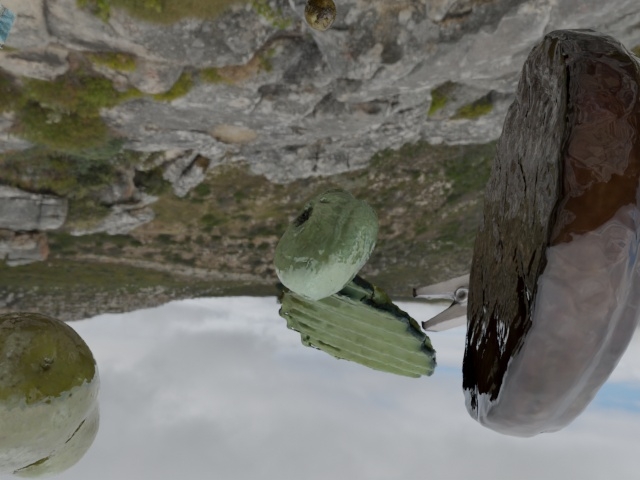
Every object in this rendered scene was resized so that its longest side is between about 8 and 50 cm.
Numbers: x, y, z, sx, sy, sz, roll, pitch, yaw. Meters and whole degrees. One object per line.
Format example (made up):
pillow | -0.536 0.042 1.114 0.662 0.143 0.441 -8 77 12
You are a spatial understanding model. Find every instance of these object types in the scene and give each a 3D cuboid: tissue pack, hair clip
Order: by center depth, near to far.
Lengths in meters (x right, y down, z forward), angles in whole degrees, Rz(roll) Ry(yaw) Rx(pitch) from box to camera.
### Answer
hair clip | 0.345 0.112 1.030 0.085 0.101 0.330 18 150 -34
tissue pack | -0.767 -0.501 1.132 0.074 0.095 0.059 15 174 9

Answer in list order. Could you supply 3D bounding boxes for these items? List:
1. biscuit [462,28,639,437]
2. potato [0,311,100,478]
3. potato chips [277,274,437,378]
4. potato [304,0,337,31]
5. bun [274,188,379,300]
biscuit | 0.229 -0.002 0.513 0.091 0.408 0.407 9 177 11
potato | -0.280 0.154 0.459 0.157 0.157 0.194 1 139 14
potato chips | 0.082 0.204 1.197 0.429 0.070 0.359 17 137 22
potato | -0.002 -0.357 0.764 0.040 0.051 0.083 23 -159 -34
bun | -0.002 0.003 0.884 0.108 0.221 0.221 36 156 -35
